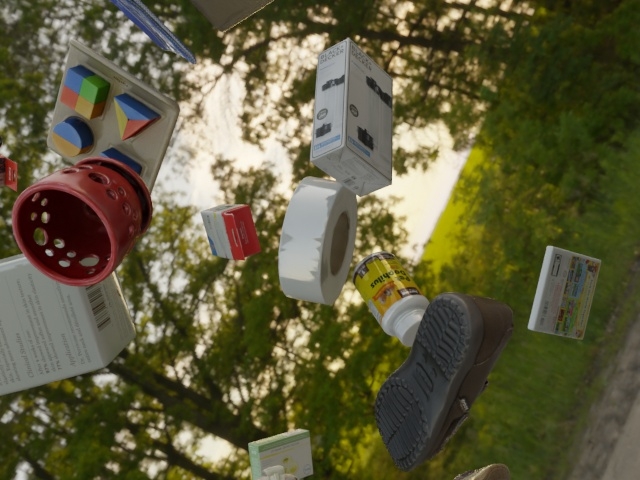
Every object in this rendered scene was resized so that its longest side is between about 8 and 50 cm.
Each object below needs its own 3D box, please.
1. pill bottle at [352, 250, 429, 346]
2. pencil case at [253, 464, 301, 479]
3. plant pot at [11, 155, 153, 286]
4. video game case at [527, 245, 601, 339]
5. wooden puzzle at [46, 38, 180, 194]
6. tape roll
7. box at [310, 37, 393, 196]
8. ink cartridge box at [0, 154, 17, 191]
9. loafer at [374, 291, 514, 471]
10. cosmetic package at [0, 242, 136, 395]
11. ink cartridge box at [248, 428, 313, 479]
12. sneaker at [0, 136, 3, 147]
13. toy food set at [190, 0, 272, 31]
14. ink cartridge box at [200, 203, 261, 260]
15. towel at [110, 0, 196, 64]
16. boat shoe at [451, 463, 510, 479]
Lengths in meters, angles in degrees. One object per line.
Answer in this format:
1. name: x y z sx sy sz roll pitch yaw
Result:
1. pill bottle: 0.164 0.130 1.602 0.117 0.215 0.117 -17 -44 -18
2. pencil case: -0.048 0.591 1.332 0.410 0.160 0.183 -139 59 -67
3. plant pot: -0.393 -0.045 1.231 0.174 0.191 0.191 -65 -5 -57
4. video game case: 0.657 0.143 1.943 0.026 0.206 0.227 13 90 58
5. wooden puzzle: -0.533 -0.272 1.789 0.080 0.322 0.348 -49 -11 -53
6. tape roll: 0.000 0.000 1.644 0.286 0.100 0.286 9 -90 -74
7. box: 0.071 -0.259 1.518 0.087 0.169 0.290 -21 51 36
8. ink cartridge box: -0.641 -0.139 1.419 0.029 0.115 0.062 -24 -48 -53
9. loafer: 0.191 0.222 1.081 0.134 0.130 0.366 63 146 37
10. cosmetic package: -0.765 0.196 1.954 0.327 0.394 0.329 -93 -12 -82
11. ink cartridge box: -0.099 0.635 1.915 0.171 0.056 0.235 -5 -91 -39
12. sneaker: -0.700 -0.270 1.491 0.075 0.170 0.063 -34 -1 3
13. toy food set: -0.233 -0.661 1.733 0.306 0.220 0.092 41 -146 -44
14. ink cartridge box: -0.235 -0.024 1.951 0.078 0.231 0.134 -20 -77 -27
15. towel: -0.413 -0.512 1.682 0.040 0.243 0.336 -48 29 0
16. boat shoe: 0.364 0.600 1.740 0.285 0.092 0.102 -4 -94 -50
